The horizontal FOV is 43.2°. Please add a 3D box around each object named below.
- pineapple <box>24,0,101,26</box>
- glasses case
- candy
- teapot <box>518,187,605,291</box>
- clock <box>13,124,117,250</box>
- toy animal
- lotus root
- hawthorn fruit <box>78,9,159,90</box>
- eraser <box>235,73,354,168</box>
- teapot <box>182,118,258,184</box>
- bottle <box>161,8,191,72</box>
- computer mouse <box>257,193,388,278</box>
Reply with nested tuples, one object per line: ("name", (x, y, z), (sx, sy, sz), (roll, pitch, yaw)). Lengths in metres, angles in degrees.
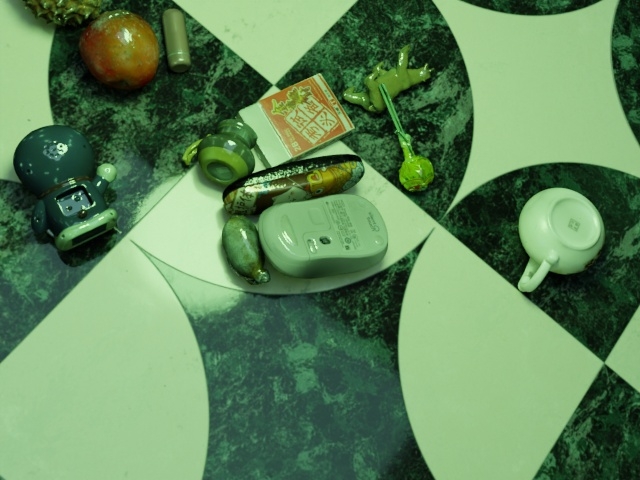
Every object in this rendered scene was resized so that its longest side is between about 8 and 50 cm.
("pineapple", (-0.570, -0.543, 1.749), (0.193, 0.166, 0.166), (1, 72, -4))
("glasses case", (-0.056, -0.120, 1.753), (0.321, 0.122, 0.082), (-14, 76, -18))
("candy", (0.189, -0.237, 1.858), (0.077, 0.073, 0.262), (-26, 96, -36))
("teapot", (0.545, -0.011, 1.865), (0.204, 0.139, 0.298), (40, 66, -1))
("clock", (-0.512, -0.117, 1.632), (0.199, 0.146, 0.243), (-26, 88, -16))
("toy animal", (0.167, -0.374, 1.917), (0.218, 0.103, 0.101), (-42, 102, -23))
("lotus root", (-0.159, 0.022, 1.701), (0.088, 0.088, 0.165), (-19, 80, -19))
("hawthorn fruit", (-0.424, -0.404, 1.733), (0.173, 0.173, 0.173), (4, 72, -13))
("eraser", (-0.057, -0.270, 1.847), (0.230, 0.038, 0.157), (-28, 82, -21))
("teapot", (-0.214, -0.191, 1.748), (0.165, 0.130, 0.119), (3, 52, 20))
("bottle", (-0.326, -0.452, 1.829), (0.053, 0.053, 0.140), (-6, 74, -16))
("computer mouse", (0.000, 0.000, 1.733), (0.297, 0.121, 0.184), (-10, 62, -34))
